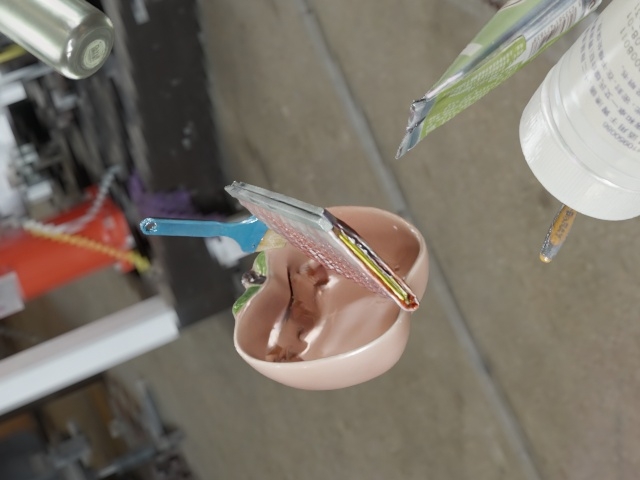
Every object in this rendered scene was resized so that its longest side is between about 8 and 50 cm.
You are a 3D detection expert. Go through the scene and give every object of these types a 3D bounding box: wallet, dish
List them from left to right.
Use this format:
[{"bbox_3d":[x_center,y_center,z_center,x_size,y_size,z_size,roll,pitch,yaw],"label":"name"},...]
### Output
[{"bbox_3d":[0.000,0.000,1.236,0.103,0.020,0.196,42,172,-21],"label":"wallet"},{"bbox_3d":[0.020,0.069,1.661,0.213,0.213,0.090,42,167,48],"label":"dish"}]

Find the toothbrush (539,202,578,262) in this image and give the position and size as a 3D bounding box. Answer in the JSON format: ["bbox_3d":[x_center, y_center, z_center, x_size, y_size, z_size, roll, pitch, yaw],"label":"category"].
[{"bbox_3d":[0.326,-0.107,1.983,0.023,0.321,0.031,28,161,2],"label":"toothbrush"}]

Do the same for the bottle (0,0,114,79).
[{"bbox_3d":[-0.328,-0.260,1.755,0.253,0.079,0.096,36,-177,23],"label":"bottle"}]

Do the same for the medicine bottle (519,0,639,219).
[{"bbox_3d":[0.362,-0.172,1.776,0.190,0.190,0.332,61,147,15],"label":"medicine bottle"}]

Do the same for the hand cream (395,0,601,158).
[{"bbox_3d":[0.144,-0.156,1.346,0.055,0.235,0.086,43,157,15],"label":"hand cream"}]

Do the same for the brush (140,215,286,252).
[{"bbox_3d":[-0.097,-0.011,1.599,0.051,0.164,0.014,-61,42,34],"label":"brush"}]
